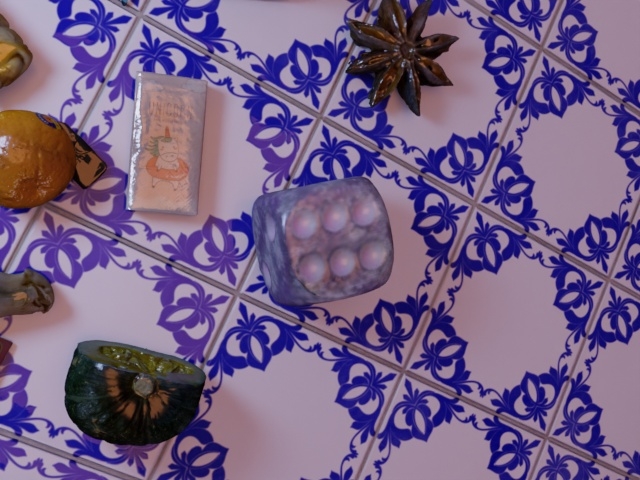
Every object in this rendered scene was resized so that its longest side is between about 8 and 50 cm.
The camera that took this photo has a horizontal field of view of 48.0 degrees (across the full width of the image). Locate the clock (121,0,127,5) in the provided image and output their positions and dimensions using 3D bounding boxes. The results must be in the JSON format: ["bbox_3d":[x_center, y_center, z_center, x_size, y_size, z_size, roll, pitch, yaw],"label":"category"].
[{"bbox_3d":[-0.449,-0.627,1.677,0.108,0.045,0.147,28,82,-16],"label":"clock"}]

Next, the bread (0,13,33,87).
[{"bbox_3d":[-0.770,-0.456,1.528,0.173,0.121,0.311,-42,102,-18],"label":"bread"}]

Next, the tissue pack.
[{"bbox_3d":[-0.360,-0.225,1.691,0.170,0.071,0.325,5,88,-17],"label":"tissue pack"}]

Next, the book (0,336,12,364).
[{"bbox_3d":[-0.804,0.244,1.532,0.232,0.022,0.162,33,70,-29],"label":"book"}]

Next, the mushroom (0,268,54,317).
[{"bbox_3d":[-0.768,0.072,1.523,0.397,0.126,0.177,33,53,-17],"label":"mushroom"}]

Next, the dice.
[{"bbox_3d":[0.000,0.000,1.705,0.270,0.271,0.270,-12,93,-19],"label":"dice"}]

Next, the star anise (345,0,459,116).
[{"bbox_3d":[0.206,-0.480,1.861,0.332,0.117,0.331,-2,98,-13],"label":"star anise"}]

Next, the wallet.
[{"bbox_3d":[-0.568,-0.197,1.650,0.082,0.018,0.156,-44,102,-12],"label":"wallet"}]

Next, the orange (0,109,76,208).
[{"bbox_3d":[-0.636,-0.174,1.528,0.193,0.219,0.219,32,77,25],"label":"orange"}]

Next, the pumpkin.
[{"bbox_3d":[-0.414,0.352,1.575,0.293,0.263,0.196,16,88,-15],"label":"pumpkin"}]
